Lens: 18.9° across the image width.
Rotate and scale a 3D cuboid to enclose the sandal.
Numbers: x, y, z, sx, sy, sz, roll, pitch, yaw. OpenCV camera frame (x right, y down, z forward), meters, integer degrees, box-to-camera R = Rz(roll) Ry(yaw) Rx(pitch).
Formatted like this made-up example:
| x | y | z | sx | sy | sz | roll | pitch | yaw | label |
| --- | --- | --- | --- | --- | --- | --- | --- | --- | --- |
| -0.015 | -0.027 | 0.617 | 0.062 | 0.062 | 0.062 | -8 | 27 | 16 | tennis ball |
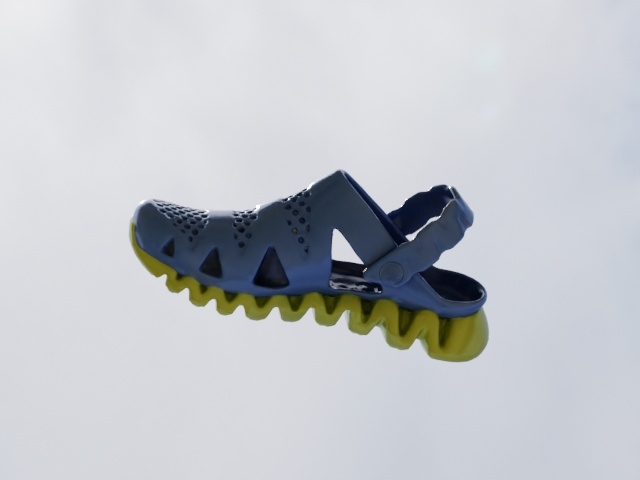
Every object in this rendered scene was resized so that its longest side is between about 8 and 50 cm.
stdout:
| x | y | z | sx | sy | sz | roll | pitch | yaw | label |
| --- | --- | --- | --- | --- | --- | --- | --- | --- | --- |
| 0.000 | 0.000 | 1.594 | 0.317 | 0.138 | 0.126 | 10 | -159 | -14 | sandal |
